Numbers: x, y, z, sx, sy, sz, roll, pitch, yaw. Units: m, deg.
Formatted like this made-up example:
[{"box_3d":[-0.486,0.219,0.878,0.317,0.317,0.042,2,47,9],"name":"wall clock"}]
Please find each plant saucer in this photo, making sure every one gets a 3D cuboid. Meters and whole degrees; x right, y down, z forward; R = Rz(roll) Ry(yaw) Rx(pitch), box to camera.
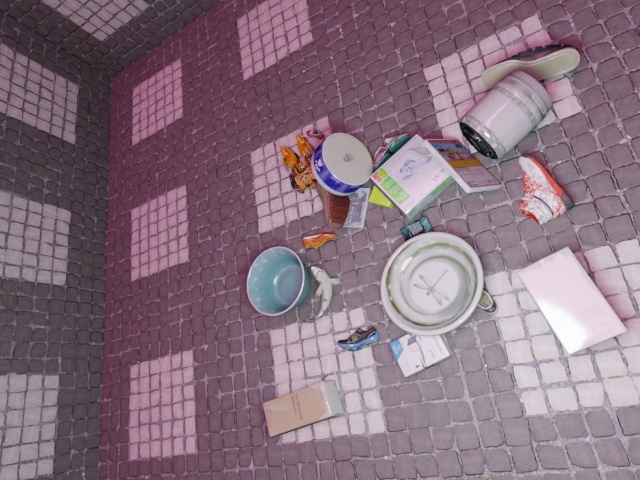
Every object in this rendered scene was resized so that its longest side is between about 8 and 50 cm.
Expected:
[{"box_3d":[0.423,0.167,1.584,0.401,0.101,0.400,-17,60,32],"name":"plant saucer"}]

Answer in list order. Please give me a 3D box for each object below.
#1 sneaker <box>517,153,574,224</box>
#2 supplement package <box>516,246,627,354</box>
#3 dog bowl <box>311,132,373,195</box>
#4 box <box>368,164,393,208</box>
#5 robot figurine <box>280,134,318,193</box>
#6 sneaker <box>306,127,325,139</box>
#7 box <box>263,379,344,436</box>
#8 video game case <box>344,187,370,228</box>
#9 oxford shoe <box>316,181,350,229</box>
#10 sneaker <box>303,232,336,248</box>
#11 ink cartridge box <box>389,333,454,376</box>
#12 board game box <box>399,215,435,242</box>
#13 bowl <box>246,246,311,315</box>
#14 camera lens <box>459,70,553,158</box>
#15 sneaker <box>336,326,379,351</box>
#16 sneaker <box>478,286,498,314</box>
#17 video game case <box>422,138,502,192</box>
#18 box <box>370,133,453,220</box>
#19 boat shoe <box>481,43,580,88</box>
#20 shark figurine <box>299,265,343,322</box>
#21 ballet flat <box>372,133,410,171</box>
[{"box_3d":[0.769,-0.185,1.531,0.145,0.090,0.270,-36,64,14],"name":"sneaker"},{"box_3d":[0.800,0.199,1.353,0.178,0.175,0.292,-32,63,21],"name":"supplement package"},{"box_3d":[0.097,-0.338,1.859,0.104,0.265,0.264,-36,55,55],"name":"dog bowl"},{"box_3d":[0.294,-0.237,1.852,0.109,0.042,0.178,19,85,32],"name":"box"},{"box_3d":[-0.091,-0.375,2.092,0.211,0.085,0.290,-34,62,19],"name":"robot figurine"},{"box_3d":[-0.036,-0.544,2.118,0.119,0.067,0.042,22,88,33],"name":"sneaker"},{"box_3d":[-0.072,0.701,1.755,0.311,0.121,0.147,-29,63,21],"name":"box"},{"box_3d":[0.134,-0.153,1.935,0.173,0.022,0.190,6,79,32],"name":"video game case"},{"box_3d":[0.050,-0.204,1.937,0.130,0.123,0.348,-21,61,47],"name":"oxford shoe"},{"box_3d":[0.000,0.000,1.958,0.175,0.064,0.067,-13,90,32],"name":"sneaker"},{"box_3d":[0.383,0.414,1.594,0.191,0.082,0.139,-34,62,19],"name":"ink cartridge box"},{"box_3d":[0.418,0.006,1.721,0.126,0.026,0.186,-29,63,20],"name":"board game box"},{"box_3d":[-0.166,0.195,1.929,0.312,0.163,0.311,-9,72,29],"name":"bowl"},{"box_3d":[0.687,-0.462,1.580,0.274,0.219,0.219,-44,59,13],"name":"camera lens"},{"box_3d":[0.156,0.409,1.747,0.188,0.067,0.078,-23,44,25],"name":"sneaker"},{"box_3d":[0.575,0.184,1.542,0.064,0.086,0.192,-42,59,14],"name":"sneaker"},{"box_3d":[0.552,-0.298,1.637,0.285,0.204,0.025,59,141,28],"name":"video game case"},{"box_3d":[0.383,-0.255,1.730,0.262,0.127,0.231,-41,68,6],"name":"box"},{"box_3d":[0.812,-0.689,1.641,0.340,0.127,0.113,-8,43,36],"name":"boat shoe"},{"box_3d":[-0.001,0.243,1.878,0.116,0.166,0.278,24,108,58],"name":"shark figurine"},{"box_3d":[0.300,-0.407,1.882,0.221,0.077,0.079,-47,55,16],"name":"ballet flat"}]
